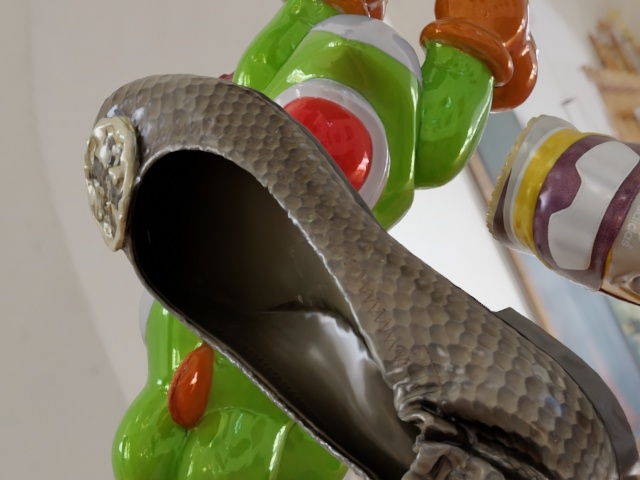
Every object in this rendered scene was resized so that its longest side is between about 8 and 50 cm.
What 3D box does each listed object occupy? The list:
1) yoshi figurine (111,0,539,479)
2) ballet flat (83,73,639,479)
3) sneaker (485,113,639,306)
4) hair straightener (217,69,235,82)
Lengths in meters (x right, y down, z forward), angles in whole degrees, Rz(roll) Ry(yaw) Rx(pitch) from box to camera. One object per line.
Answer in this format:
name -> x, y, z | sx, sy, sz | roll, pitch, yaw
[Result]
yoshi figurine -> -0.008, 0.010, 0.879 | 0.203, 0.203, 0.362 | -8, 48, 49
ballet flat -> -0.011, 0.018, 0.467 | 0.058, 0.250, 0.084 | -18, -51, -33
sneaker -> 0.140, 0.002, 0.602 | 0.185, 0.084, 0.070 | 6, -71, -53
hair straightener -> -0.017, 0.000, 1.009 | 0.047, 0.230, 0.089 | -21, -27, 2
